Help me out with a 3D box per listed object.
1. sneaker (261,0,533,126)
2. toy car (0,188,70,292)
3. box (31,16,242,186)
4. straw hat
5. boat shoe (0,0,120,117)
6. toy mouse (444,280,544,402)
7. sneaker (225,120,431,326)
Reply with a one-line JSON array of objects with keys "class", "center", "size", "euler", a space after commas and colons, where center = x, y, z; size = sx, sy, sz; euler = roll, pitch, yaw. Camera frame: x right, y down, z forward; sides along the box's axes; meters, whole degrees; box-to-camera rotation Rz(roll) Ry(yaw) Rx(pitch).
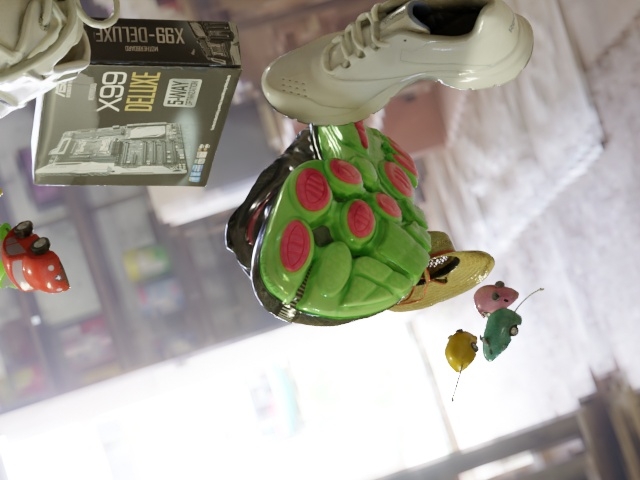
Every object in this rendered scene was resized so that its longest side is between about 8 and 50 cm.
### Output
[{"class": "sneaker", "center": [0.070, -0.209, 1.766], "size": [0.129, 0.297, 0.111], "euler": [46, -148, -61]}, {"class": "toy car", "center": [-0.357, 0.001, 1.854], "size": [0.239, 0.053, 0.225], "euler": [53, 161, 17]}, {"class": "box", "center": [-0.248, -0.176, 2.183], "size": [0.307, 0.242, 0.077], "euler": [116, 151, -59]}, {"class": "straw hat", "center": [0.125, 0.023, 1.938], "size": [0.144, 0.144, 0.061], "euler": [86, 166, -63]}, {"class": "boat shoe", "center": [-0.235, -0.174, 1.272], "size": [0.367, 0.156, 0.136], "euler": [55, -167, -83]}, {"class": "toy mouse", "center": [0.192, 0.086, 1.877], "size": [0.031, 0.143, 0.161], "euler": [37, -144, -18]}, {"class": "sneaker", "center": [0.000, 0.000, 1.823], "size": [0.185, 0.202, 0.483], "euler": [40, -162, -6]}]
